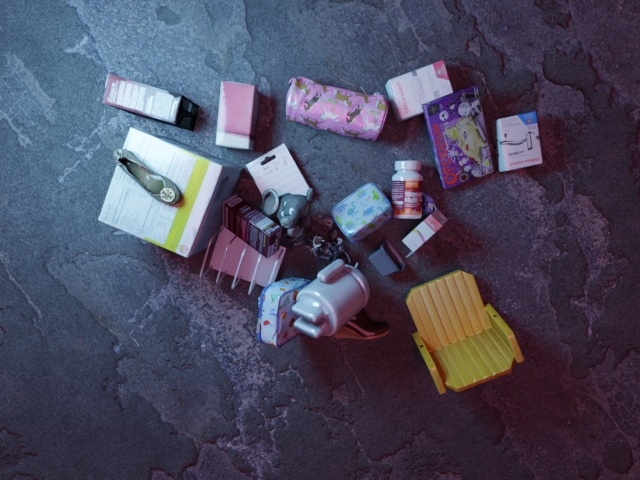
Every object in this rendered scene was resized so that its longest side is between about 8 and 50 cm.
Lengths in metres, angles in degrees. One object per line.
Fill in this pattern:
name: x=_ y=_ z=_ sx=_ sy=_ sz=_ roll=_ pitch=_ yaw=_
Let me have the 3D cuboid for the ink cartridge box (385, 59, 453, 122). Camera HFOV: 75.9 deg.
ink cartridge box: x=0.379 y=-0.567 z=1.576 sx=0.218 sy=0.092 sz=0.158 roll=-20 pitch=98 yaw=1

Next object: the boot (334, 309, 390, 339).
boot: x=0.159 y=0.301 z=1.699 sx=0.249 sy=0.090 sz=0.206 roll=-4 pitch=100 yaw=4

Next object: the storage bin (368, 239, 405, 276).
storage bin: x=0.266 y=0.077 z=1.675 sx=0.091 sy=0.098 sz=0.135 roll=-33 pitch=98 yaw=32

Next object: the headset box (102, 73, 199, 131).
headset box: x=-0.632 y=-0.509 z=1.522 sx=0.294 sy=0.218 sz=0.110 roll=16 pitch=98 yaw=-3

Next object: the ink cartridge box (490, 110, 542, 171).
ink cartridge box: x=0.766 y=-0.382 z=1.605 sx=0.149 sy=0.086 sz=0.202 roll=-12 pitch=97 yaw=2

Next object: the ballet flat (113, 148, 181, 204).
ballet flat: x=-0.556 y=-0.202 z=1.305 sx=0.250 sy=0.058 sz=0.084 roll=41 pitch=97 yaw=-4

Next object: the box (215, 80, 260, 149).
box: x=-0.311 y=-0.466 z=1.562 sx=0.127 sy=0.148 sz=0.232 roll=7 pitch=99 yaw=-2

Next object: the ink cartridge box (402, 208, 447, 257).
ink cartridge box: x=0.398 y=-0.027 z=1.618 sx=0.067 sy=0.115 sz=0.198 roll=47 pitch=121 yaw=8

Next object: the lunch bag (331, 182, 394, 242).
lunch bag: x=0.164 y=-0.111 z=1.611 sx=0.219 sy=0.090 sz=0.176 roll=-37 pitch=57 yaw=3

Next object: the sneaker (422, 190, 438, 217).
sneaker: x=0.433 y=-0.134 z=1.658 sx=0.059 sy=0.053 sz=0.144 roll=-29 pitch=96 yaw=6

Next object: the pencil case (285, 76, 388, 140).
pencil case: x=0.056 y=-0.499 z=1.555 sx=0.387 sy=0.160 sz=0.167 roll=12 pitch=65 yaw=-1

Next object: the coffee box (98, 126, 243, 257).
coffee box: x=-0.527 y=-0.179 z=1.508 sx=0.335 sy=0.337 sz=0.337 roll=23 pitch=98 yaw=-2

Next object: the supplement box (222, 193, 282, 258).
supplement box: x=-0.258 y=-0.053 z=1.532 sx=0.240 sy=0.073 sz=0.130 roll=35 pitch=140 yaw=19

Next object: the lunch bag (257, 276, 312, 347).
lunch bag: x=-0.132 y=0.278 z=1.592 sx=0.115 sy=0.303 sz=0.242 roll=11 pitch=101 yaw=27

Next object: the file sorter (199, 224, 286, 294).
file sorter: x=-0.304 y=0.091 z=1.618 sx=0.278 sy=0.173 sz=0.192 roll=19 pitch=107 yaw=-3

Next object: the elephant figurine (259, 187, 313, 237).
elephant figurine: x=-0.162 y=-0.123 z=1.560 sx=0.240 sy=0.169 sz=0.186 roll=28 pitch=63 yaw=25

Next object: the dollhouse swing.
dollhouse swing: x=0.546 y=0.345 z=1.618 sx=0.347 sy=0.315 sz=0.304 roll=-22 pitch=118 yaw=4

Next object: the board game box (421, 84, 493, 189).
board game box: x=0.532 y=-0.390 z=1.578 sx=0.208 sy=0.056 sz=0.346 roll=-19 pitch=114 yaw=7

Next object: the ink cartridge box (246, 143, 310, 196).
ink cartridge box: x=-0.164 y=-0.244 z=1.646 sx=0.181 sy=0.056 sz=0.224 roll=-29 pitch=93 yaw=4

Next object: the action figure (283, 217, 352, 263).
action figure: x=0.000 y=0.000 z=1.624 sx=0.276 sy=0.164 sz=0.140 roll=16 pitch=131 yaw=6

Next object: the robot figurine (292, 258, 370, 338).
robot figurine: x=0.050 y=0.219 z=1.541 sx=0.200 sy=0.354 sz=0.299 roll=21 pitch=128 yaw=33

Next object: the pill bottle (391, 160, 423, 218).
pill bottle: x=0.341 y=-0.199 z=1.613 sx=0.121 sy=0.121 sz=0.220 roll=0 pitch=98 yaw=0
